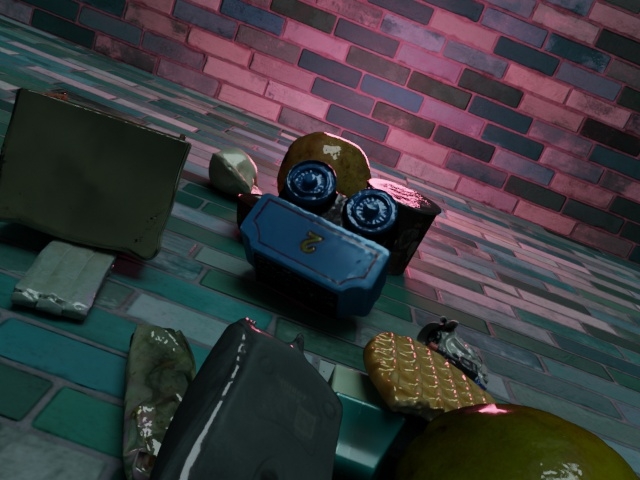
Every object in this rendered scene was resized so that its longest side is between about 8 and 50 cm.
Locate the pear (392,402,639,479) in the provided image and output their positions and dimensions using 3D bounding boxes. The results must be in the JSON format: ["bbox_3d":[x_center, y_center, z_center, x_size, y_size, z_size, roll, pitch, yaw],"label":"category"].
[{"bbox_3d":[0.214,0.311,0.635,0.269,0.269,0.321,8,15,-37],"label":"pear"}]

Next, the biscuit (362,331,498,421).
[{"bbox_3d":[0.174,0.211,0.890,0.309,0.040,0.204,29,14,-33],"label":"biscuit"}]

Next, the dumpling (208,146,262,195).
[{"bbox_3d":[-0.235,-0.179,1.770,0.179,0.131,0.252,43,-2,3],"label":"dumpling"}]

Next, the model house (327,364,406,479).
[{"bbox_3d":[0.041,0.256,0.792,0.100,0.127,0.149,21,15,-1],"label":"model house"}]

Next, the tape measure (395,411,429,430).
[{"bbox_3d":[0.162,0.261,1.006,0.125,0.074,0.118,21,17,13],"label":"tape measure"}]

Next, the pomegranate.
[{"bbox_3d":[0.012,-0.171,1.750,0.281,0.281,0.281,20,18,-7],"label":"pomegranate"}]

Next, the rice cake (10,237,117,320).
[{"bbox_3d":[-0.405,0.060,0.979,0.124,0.038,0.211,17,19,-18],"label":"rice cake"}]

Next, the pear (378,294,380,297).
[{"bbox_3d":[0.081,0.088,1.352,0.107,0.107,0.131,12,11,-28],"label":"pear"}]

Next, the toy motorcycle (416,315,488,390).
[{"bbox_3d":[0.253,0.229,1.162,0.150,0.102,0.221,35,18,0],"label":"toy motorcycle"}]

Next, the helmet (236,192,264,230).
[{"bbox_3d":[-0.144,-0.048,1.476,0.155,0.106,0.175,10,18,-29],"label":"helmet"}]

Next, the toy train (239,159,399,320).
[{"bbox_3d":[0.000,0.000,1.240,0.300,0.265,0.188,26,-25,14],"label":"toy train"}]

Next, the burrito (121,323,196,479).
[{"bbox_3d":[-0.202,0.200,0.769,0.096,0.066,0.309,18,18,-22],"label":"burrito"}]

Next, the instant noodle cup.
[{"bbox_3d":[0.190,-0.035,1.664,0.217,0.207,0.217,19,19,-7],"label":"instant noodle cup"}]

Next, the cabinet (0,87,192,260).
[{"bbox_3d":[-0.421,-0.136,1.174,0.290,0.227,0.318,16,9,-15],"label":"cabinet"}]

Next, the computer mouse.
[{"bbox_3d":[-0.081,0.239,0.614,0.188,0.122,0.371,44,36,-19],"label":"computer mouse"}]
